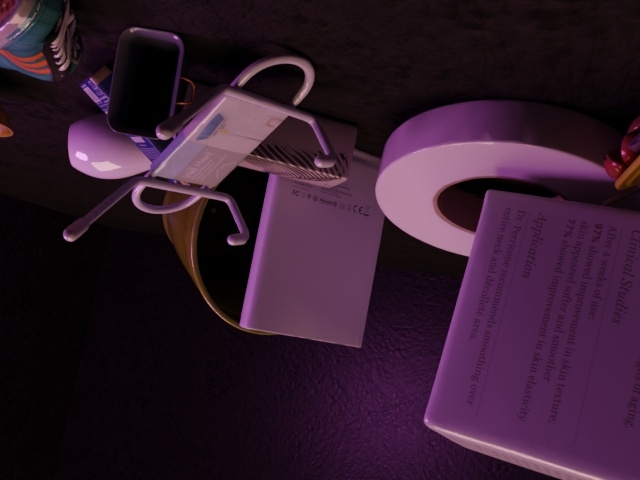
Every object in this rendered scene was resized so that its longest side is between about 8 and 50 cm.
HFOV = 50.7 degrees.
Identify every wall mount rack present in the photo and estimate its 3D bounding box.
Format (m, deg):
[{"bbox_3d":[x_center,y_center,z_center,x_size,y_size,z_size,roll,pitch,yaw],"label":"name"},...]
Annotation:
[{"bbox_3d":[-0.153,-0.096,0.870,0.350,0.130,0.304,-39,153,32],"label":"wall mount rack"}]

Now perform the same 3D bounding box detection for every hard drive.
[{"bbox_3d":[0.000,0.000,1.213,0.233,0.352,0.047,14,172,-27],"label":"hard drive"}]

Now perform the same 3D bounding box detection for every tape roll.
[{"bbox_3d":[0.277,-0.071,1.016,0.392,0.072,0.392,11,159,4],"label":"tape roll"}]

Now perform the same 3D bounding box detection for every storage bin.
[{"bbox_3d":[-0.211,-0.200,0.891,0.098,0.135,0.091,10,-176,3],"label":"storage bin"}]

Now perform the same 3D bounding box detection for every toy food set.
[{"bbox_3d":[0.382,-0.121,0.771,0.128,0.071,0.218,-26,163,-4],"label":"toy food set"}]

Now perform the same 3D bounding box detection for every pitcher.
[{"bbox_3d":[-0.371,-0.183,1.320,0.207,0.125,0.178,0,-173,-9],"label":"pitcher"}]

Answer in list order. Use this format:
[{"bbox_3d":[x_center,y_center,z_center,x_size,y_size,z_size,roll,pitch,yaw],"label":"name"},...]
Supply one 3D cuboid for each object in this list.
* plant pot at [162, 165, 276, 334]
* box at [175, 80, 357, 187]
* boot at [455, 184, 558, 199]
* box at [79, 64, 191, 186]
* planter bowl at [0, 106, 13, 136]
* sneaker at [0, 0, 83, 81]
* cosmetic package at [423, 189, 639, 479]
[{"bbox_3d":[-0.158,-0.033,1.398,0.367,0.366,0.353,15,-177,-34],"label":"plant pot"},{"bbox_3d":[-0.089,-0.165,1.086,0.275,0.094,0.113,12,173,-14],"label":"box"},{"bbox_3d":[0.351,-0.046,1.264,0.260,0.131,0.348,26,155,-14],"label":"boot"},{"bbox_3d":[-0.274,-0.169,1.050,0.225,0.036,0.136,51,166,-23],"label":"box"},{"bbox_3d":[-0.642,-0.257,1.180,0.217,0.090,0.217,11,173,1],"label":"planter bowl"},{"bbox_3d":[-0.320,-0.246,0.769,0.121,0.108,0.302,14,180,-34],"label":"sneaker"},{"bbox_3d":[0.393,0.167,0.905,0.394,0.329,0.327,13,164,25],"label":"cosmetic package"}]
